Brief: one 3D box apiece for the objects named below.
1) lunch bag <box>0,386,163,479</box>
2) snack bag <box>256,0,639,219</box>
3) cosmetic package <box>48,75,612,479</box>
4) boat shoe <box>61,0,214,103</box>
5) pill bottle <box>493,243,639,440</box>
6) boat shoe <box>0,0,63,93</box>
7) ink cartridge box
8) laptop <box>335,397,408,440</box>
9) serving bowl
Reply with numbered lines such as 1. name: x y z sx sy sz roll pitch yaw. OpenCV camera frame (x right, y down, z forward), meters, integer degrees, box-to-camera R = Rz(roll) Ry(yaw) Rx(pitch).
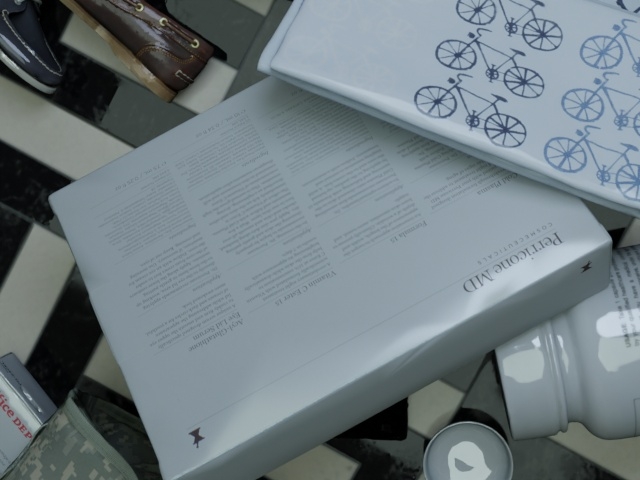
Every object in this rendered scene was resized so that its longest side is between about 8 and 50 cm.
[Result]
1. lunch bag: -0.183 0.302 0.969 0.287 0.169 0.235 36 97 -7
2. snack bag: 0.162 -0.209 0.875 0.323 0.037 0.342 22 64 7
3. cosmetic package: 0.000 0.000 0.889 0.377 0.097 0.284 -28 59 -1
4. boat shoe: -0.188 -0.221 0.989 0.207 0.073 0.073 42 101 -7
5. pill bottle: 0.290 0.080 0.919 0.283 0.160 0.160 -11 94 7
6. boat shoe: -0.293 -0.231 0.996 0.065 0.075 0.206 -36 86 11
7. ink cartridge box: -0.327 0.197 1.040 0.150 0.063 0.109 -39 91 6
8. laptop: -0.031 0.044 1.023 0.234 0.136 0.264 1 120 6
9. serving bowl: 0.138 0.207 1.011 0.083 0.027 0.083 0 94 6
